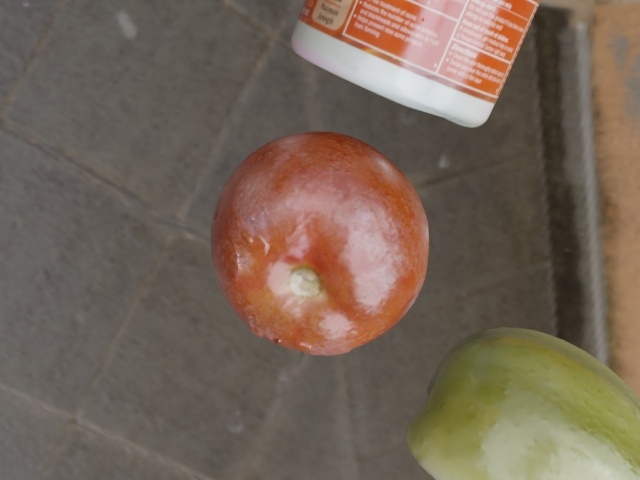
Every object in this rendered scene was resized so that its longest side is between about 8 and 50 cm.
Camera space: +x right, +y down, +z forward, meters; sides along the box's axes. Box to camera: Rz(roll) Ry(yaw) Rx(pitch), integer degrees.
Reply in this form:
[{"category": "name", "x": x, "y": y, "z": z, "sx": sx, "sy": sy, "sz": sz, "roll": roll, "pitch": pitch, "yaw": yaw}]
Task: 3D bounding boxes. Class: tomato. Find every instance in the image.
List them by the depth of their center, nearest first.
[{"category": "tomato", "x": 0.000, "y": 0.000, "z": 1.344, "sx": 0.184, "sy": 0.208, "sz": 0.208, "roll": -69, "pitch": 145, "yaw": -61}]

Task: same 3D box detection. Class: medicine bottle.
[{"category": "medicine bottle", "x": 0.120, "y": -0.282, "z": 1.650, "sx": 0.253, "sy": 0.252, "sz": 0.240, "roll": 17, "pitch": 102, "yaw": -36}]

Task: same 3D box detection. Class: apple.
[{"category": "apple", "x": 0.298, "y": 0.284, "z": 1.886, "sx": 0.360, "sy": 0.311, "sz": 0.320, "roll": 30, "pitch": 64, "yaw": 4}]
